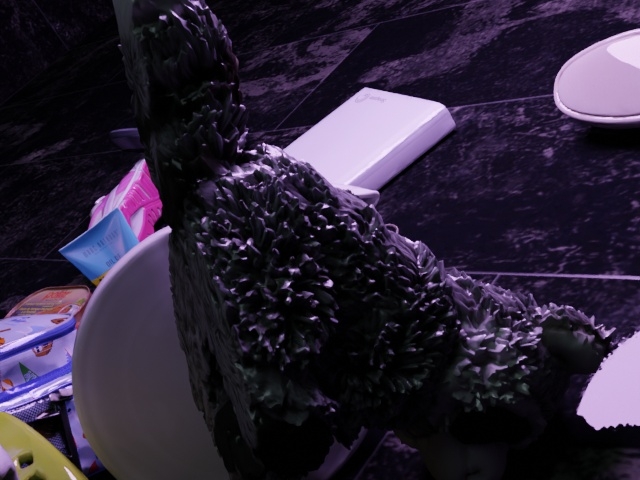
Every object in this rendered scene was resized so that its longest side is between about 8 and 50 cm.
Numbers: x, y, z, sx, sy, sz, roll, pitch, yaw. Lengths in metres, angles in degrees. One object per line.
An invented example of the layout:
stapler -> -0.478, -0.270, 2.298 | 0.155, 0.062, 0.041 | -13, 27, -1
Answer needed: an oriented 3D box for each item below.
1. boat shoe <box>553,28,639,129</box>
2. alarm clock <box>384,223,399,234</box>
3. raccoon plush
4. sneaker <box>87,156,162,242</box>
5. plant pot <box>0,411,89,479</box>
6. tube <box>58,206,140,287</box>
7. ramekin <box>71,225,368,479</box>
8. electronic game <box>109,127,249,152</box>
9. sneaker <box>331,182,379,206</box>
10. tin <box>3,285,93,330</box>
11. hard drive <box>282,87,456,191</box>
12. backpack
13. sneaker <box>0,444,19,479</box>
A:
boat shoe -> 0.408, -0.174, 1.036 | 0.335, 0.095, 0.112 | -10, 69, 44
alarm clock -> 0.032, 0.048, 1.074 | 0.129, 0.064, 0.192 | -3, 41, 46
raccoon plush -> 0.045, -0.012, 0.750 | 0.299, 0.447, 0.216 | -14, 14, -19
sneaker -> -0.303, -0.051, 1.572 | 0.111, 0.103, 0.252 | -20, 25, 29
plant pot -> -0.205, 0.297, 0.735 | 0.207, 0.228, 0.227 | 8, 47, 43
tube -> -0.205, 0.063, 1.148 | 0.080, 0.207, 0.052 | -39, 26, -10
ramekin -> -0.086, 0.103, 0.902 | 0.273, 0.273, 0.127 | -37, 14, -9
electronic game -> -0.231, -0.169, 1.640 | 0.229, 0.048, 0.229 | 0, 2, 0
sneaker -> 0.000, 0.000, 1.051 | 0.094, 0.080, 0.212 | -2, 36, 27
tin -> -0.400, 0.114, 1.471 | 0.189, 0.040, 0.106 | -4, 42, 44
hard drive -> -0.012, -0.082, 1.367 | 0.353, 0.047, 0.233 | -38, 27, -13
backpack -> -0.322, 0.184, 1.036 | 0.276, 0.213, 0.263 | 2, 6, 40
sneaker -> -0.320, 0.221, 0.633 | 0.129, 0.111, 0.297 | 20, 60, 29
